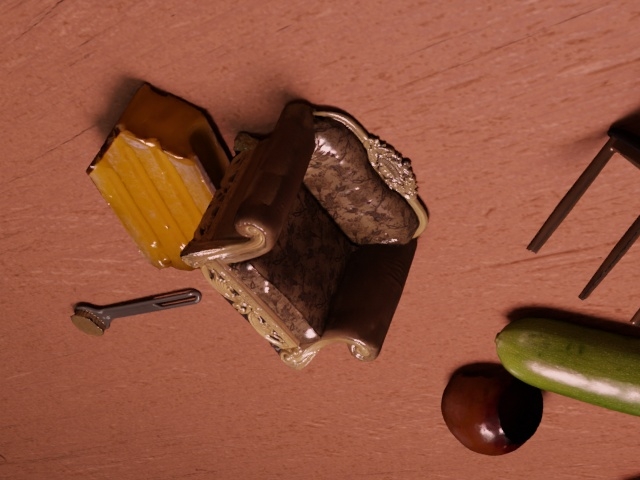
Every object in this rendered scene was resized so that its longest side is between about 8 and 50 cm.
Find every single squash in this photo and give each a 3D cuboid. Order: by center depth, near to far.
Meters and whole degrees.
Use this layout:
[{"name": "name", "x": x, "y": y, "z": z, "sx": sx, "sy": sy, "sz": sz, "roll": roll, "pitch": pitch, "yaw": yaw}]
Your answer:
[{"name": "squash", "x": 0.400, "y": 0.169, "z": 1.349, "sx": 0.379, "sy": 0.101, "sz": 0.101, "roll": 12, "pitch": 144, "yaw": 10}]

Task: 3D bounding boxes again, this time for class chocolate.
[{"name": "chocolate", "x": 0.230, "y": 0.235, "z": 1.531, "sx": 0.133, "sy": 0.127, "sz": 0.124, "roll": -20, "pitch": 99, "yaw": 58}]

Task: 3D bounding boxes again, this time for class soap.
[{"name": "soap", "x": -0.183, "y": -0.069, "z": 1.333, "sx": 0.160, "sy": 0.080, "sz": 0.257, "roll": 1, "pitch": 140, "yaw": 23}]

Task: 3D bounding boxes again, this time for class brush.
[{"name": "brush", "x": -0.280, "y": 0.107, "z": 1.659, "sx": 0.266, "sy": 0.027, "sz": 0.062, "roll": -13, "pitch": 133, "yaw": 38}]

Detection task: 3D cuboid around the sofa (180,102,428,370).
[{"name": "sofa", "x": 0.000, "y": 0.000, "z": 1.235, "sx": 0.182, "sy": 0.200, "sz": 0.258, "roll": -10, "pitch": 134, "yaw": 38}]

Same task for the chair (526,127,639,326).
[{"name": "chair", "x": 0.363, "y": -0.035, "z": 1.058, "sx": 0.188, "sy": 0.166, "sz": 0.272, "roll": 34, "pitch": 100, "yaw": -17}]
